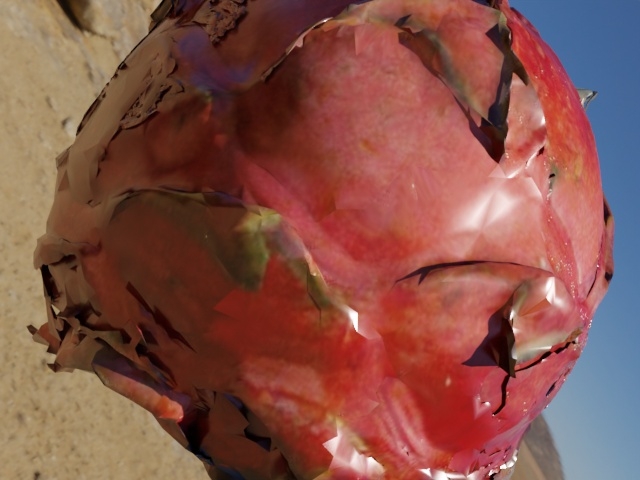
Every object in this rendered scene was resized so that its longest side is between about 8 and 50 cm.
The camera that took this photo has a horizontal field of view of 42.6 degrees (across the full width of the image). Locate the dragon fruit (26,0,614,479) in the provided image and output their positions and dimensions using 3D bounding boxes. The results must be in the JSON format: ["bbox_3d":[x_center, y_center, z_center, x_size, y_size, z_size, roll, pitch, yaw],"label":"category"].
[{"bbox_3d":[0.000,0.000,0.442,0.295,0.302,0.295,20,7,-2],"label":"dragon fruit"}]
